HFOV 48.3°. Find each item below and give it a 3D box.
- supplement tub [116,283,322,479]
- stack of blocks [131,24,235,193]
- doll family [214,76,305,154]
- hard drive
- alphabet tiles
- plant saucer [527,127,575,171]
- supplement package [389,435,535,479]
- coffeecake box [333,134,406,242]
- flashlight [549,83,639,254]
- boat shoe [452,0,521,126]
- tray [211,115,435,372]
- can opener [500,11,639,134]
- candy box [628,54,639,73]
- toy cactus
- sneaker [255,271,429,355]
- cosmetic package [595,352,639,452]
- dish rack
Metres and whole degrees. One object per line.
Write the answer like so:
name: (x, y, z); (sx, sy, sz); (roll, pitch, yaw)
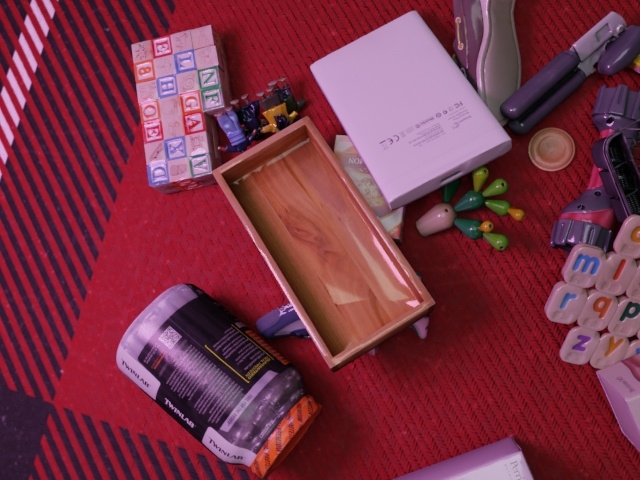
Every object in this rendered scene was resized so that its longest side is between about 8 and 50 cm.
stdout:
supplement tub: (-0.176, 0.249, 1.270); (0.338, 0.207, 0.207); (38, 90, 14)
stack of blocks: (-0.262, -0.256, 1.417); (0.171, 0.087, 0.297); (-11, 80, 9)
doll family: (-0.114, -0.227, 1.374); (0.193, 0.076, 0.111); (-25, 117, -1)
hard drive: (0.153, -0.246, 1.299); (0.233, 0.047, 0.353); (-27, 60, 2)
alphabet tiles: (0.520, 0.096, 1.178); (0.284, 0.021, 0.278); (13, 113, -10)
plant saucer: (0.426, -0.168, 1.316); (0.084, 0.013, 0.083); (-2, 81, 10)
supplement package: (0.223, 0.466, 1.181); (0.293, 0.175, 0.177); (-23, 79, 6)
coffeecake box: (0.091, -0.096, 1.339); (0.142, 0.068, 0.185); (6, 83, 11)
flashlight: (0.489, -0.122, 1.256); (0.103, 0.103, 0.304); (11, 82, 37)
boat shoe: (0.299, -0.368, 1.325); (0.097, 0.117, 0.324); (2, 96, 51)
tray: (0.000, 0.000, 1.250); (0.203, 0.076, 0.411); (-31, 72, -4)
can opener: (0.455, -0.296, 1.272); (0.283, 0.095, 0.076); (-41, 122, -3)
candy box: (0.621, -0.307, 1.228); (0.105, 0.027, 0.206); (-34, 35, 6)
toy cactus: (0.260, -0.067, 1.302); (0.180, 0.112, 0.219); (-30, 80, 24)
sneaker: (0.041, 0.154, 1.292); (0.319, 0.112, 0.131); (-16, 77, 9)
cosmetic package: (0.623, 0.225, 1.141); (0.296, 0.153, 0.129); (-25, 96, 5)
dish rack: (0.594, -0.129, 1.195); (0.272, 0.074, 0.208); (-28, 101, -11)
